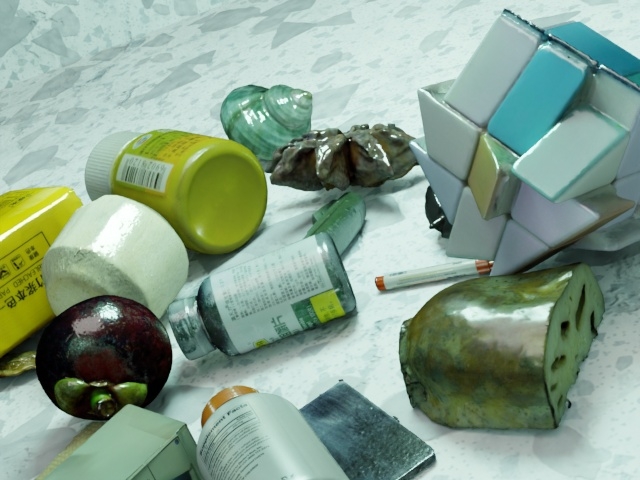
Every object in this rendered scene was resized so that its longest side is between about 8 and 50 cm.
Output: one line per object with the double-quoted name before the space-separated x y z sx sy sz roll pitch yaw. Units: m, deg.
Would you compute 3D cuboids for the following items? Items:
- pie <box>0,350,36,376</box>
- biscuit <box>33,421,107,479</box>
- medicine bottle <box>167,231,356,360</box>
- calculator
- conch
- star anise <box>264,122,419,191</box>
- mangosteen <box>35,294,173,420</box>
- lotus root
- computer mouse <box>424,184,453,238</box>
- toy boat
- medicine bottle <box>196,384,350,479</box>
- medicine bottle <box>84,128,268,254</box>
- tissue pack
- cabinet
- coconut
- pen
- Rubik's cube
"pie" -0.558 0.227 2.140 0.170 0.034 0.092 -8 19 27
"biscuit" -0.365 0.363 1.733 0.108 0.062 0.239 2 37 38
"medicine bottle" -0.098 0.099 1.911 0.293 0.141 0.141 -20 28 3
"calculator" 0.033 0.285 1.620 0.161 0.021 0.262 -31 29 -16
"conch" -0.111 -0.261 2.537 0.220 0.195 0.277 -9 -13 -39
"star anise" 0.046 -0.162 2.230 0.332 0.117 0.332 -10 12 2
"mangosteen" -0.334 0.194 1.854 0.216 0.216 0.216 -18 28 10
"lotus root" 0.230 0.124 1.631 0.260 0.149 0.267 -3 31 32
"computer mouse" 0.293 -0.076 1.989 0.264 0.088 0.147 -29 45 -13
"toy boat" 0.000 0.000 2.076 0.085 0.078 0.260 9 36 25
"medicine bottle" -0.066 0.299 1.509 0.157 0.157 0.289 -28 32 -10
"medicine bottle" -0.297 -0.108 2.331 0.224 0.224 0.384 -39 32 -28
"tissue pack" -0.633 0.078 2.222 0.293 0.228 0.382 -3 30 48
"cabinet" -0.262 0.353 1.586 0.150 0.145 0.206 8 41 45
"coconut" -0.363 0.042 2.105 0.237 0.237 0.266 -2 43 34
"pen" 0.202 0.050 1.897 0.239 0.028 0.028 -11 30 21
"Rubik's cube" 0.342 -0.138 1.744 0.358 0.368 0.387 -18 45 -35
